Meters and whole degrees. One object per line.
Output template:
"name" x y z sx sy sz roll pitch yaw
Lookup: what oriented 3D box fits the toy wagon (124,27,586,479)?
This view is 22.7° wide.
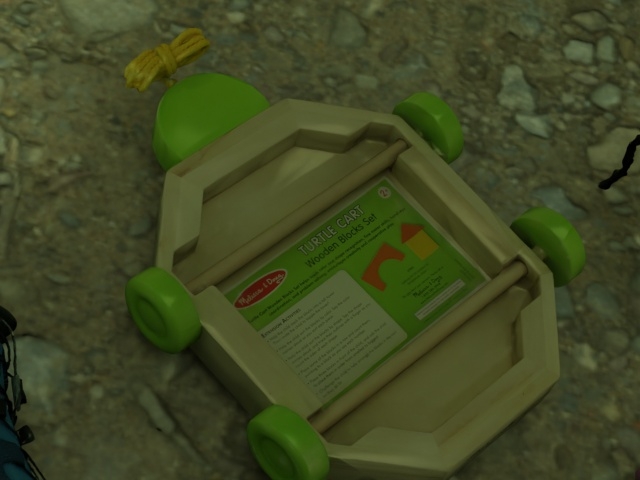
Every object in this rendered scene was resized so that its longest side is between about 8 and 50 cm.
"toy wagon" 0.000 0.000 1.052 0.267 0.068 0.344 -35 72 -30

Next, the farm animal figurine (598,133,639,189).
"farm animal figurine" 0.406 -0.053 1.051 0.330 0.327 0.172 21 67 -23

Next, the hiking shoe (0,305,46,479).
"hiking shoe" -0.210 0.091 0.910 0.304 0.113 0.132 44 58 13

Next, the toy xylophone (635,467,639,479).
"toy xylophone" 0.315 0.242 0.976 0.236 0.081 0.322 -21 67 -26
